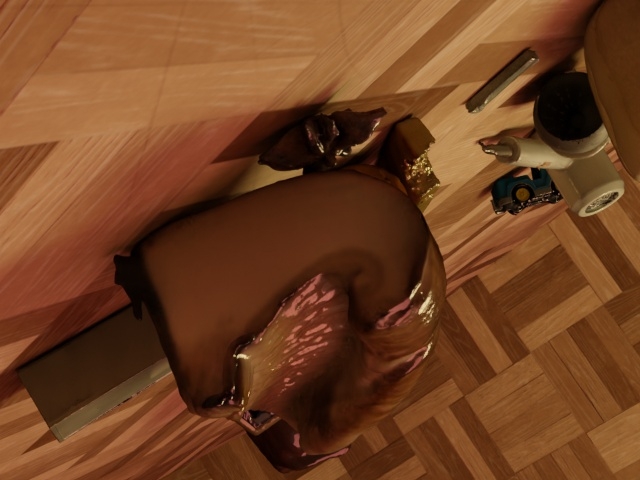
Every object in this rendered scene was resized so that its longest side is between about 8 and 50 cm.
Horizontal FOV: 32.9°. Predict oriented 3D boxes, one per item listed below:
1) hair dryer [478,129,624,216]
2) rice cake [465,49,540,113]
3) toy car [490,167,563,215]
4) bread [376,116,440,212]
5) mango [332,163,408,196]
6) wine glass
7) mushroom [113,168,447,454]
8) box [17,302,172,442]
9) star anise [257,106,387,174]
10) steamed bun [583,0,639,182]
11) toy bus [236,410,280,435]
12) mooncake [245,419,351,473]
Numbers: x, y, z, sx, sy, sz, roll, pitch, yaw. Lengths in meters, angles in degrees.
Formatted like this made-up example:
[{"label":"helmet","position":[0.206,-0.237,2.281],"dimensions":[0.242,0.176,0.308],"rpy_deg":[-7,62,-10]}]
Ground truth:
[{"label":"hair dryer","position":[0.375,-0.135,1.847],"dimensions":[0.357,0.173,0.107],"rpy_deg":[-1,146,-47]},{"label":"rice cake","position":[0.236,-0.206,1.417],"dimensions":[0.022,0.022,0.121],"rpy_deg":[-5,152,-48]},{"label":"toy car","position":[0.437,-0.117,2.233],"dimensions":[0.191,0.100,0.097],"rpy_deg":[-13,168,-3]},{"label":"bread","position":[0.114,-0.085,1.426],"dimensions":[0.049,0.088,0.226],"rpy_deg":[-29,170,-13]},{"label":"mango","position":[0.000,0.000,1.370],"dimensions":[0.248,0.151,0.156],"rpy_deg":[-26,134,6]},{"label":"wine glass","position":[0.392,-0.192,1.671],"dimensions":[0.126,0.126,0.241],"rpy_deg":[-36,169,12]},{"label":"mushroom","position":[0.008,0.094,1.234],"dimensions":[0.313,0.224,0.397],"rpy_deg":[-28,152,7]},{"label":"box","position":[-0.261,0.154,1.388],"dimensions":[0.225,0.086,0.129],"rpy_deg":[-30,168,-16]},{"label":"star anise","position":[0.011,-0.104,1.097],"dimensions":[0.129,0.056,0.124],"rpy_deg":[-27,167,21]},{"label":"steamed bun","position":[0.467,-0.204,1.435],"dimensions":[0.273,0.291,0.272],"rpy_deg":[-1,156,-36]},{"label":"toy bus","position":[-0.040,0.164,1.682],"dimensions":[0.289,0.157,0.139],"rpy_deg":[-39,-153,11]},{"label":"mooncake","position":[-0.074,0.356,2.256],"dimensions":[0.174,0.334,0.326],"rpy_deg":[-28,-152,-17]}]
